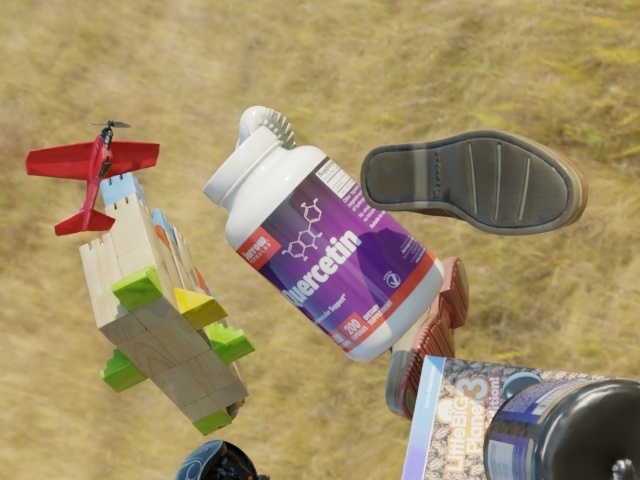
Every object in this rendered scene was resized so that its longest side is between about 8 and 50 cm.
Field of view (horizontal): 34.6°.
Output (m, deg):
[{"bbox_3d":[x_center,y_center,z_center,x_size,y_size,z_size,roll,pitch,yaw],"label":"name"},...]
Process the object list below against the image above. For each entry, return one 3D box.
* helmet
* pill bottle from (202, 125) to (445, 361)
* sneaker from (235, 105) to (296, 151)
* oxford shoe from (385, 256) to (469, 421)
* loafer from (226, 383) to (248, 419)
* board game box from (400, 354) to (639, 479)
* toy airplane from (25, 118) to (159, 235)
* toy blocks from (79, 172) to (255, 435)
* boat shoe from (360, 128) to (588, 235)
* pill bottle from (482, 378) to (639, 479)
[{"bbox_3d":[-0.179,0.434,1.812,0.161,0.169,0.169,147,136,-64],"label":"helmet"},{"bbox_3d":[0.000,0.000,1.385,0.181,0.323,0.181,-48,2,2],"label":"pill bottle"},{"bbox_3d":[-0.091,-0.135,1.540,0.090,0.095,0.235,-57,-20,-13],"label":"sneaker"},{"bbox_3d":[0.149,0.162,1.669,0.123,0.130,0.348,68,-150,-28],"label":"oxford shoe"},{"bbox_3d":[-0.158,0.267,1.717,0.223,0.076,0.078,164,104,-88],"label":"loafer"},{"bbox_3d":[0.260,0.283,1.249,0.141,0.291,0.232,52,-133,-57],"label":"board game box"},{"bbox_3d":[-0.228,-0.058,1.025,0.028,0.151,0.151,49,133,32],"label":"toy airplane"},{"bbox_3d":[-0.229,0.076,1.468,0.381,0.191,0.261,60,-175,-50],"label":"toy blocks"},{"bbox_3d":[0.183,-0.071,1.149,0.307,0.104,0.110,15,103,49],"label":"boat shoe"},{"bbox_3d":[0.193,0.167,0.779,0.219,0.123,0.122,117,166,-81],"label":"pill bottle"}]
